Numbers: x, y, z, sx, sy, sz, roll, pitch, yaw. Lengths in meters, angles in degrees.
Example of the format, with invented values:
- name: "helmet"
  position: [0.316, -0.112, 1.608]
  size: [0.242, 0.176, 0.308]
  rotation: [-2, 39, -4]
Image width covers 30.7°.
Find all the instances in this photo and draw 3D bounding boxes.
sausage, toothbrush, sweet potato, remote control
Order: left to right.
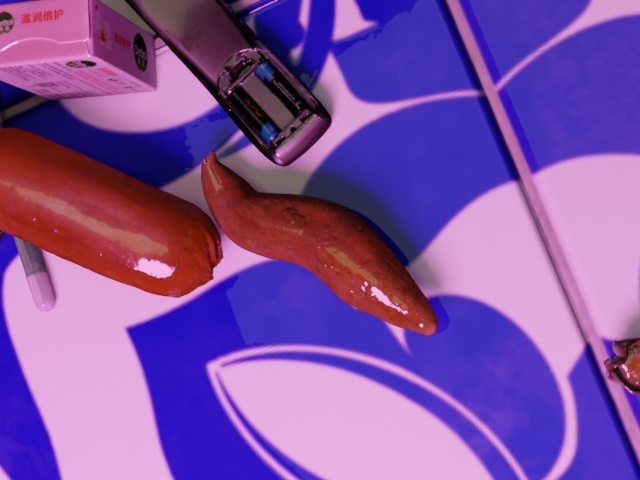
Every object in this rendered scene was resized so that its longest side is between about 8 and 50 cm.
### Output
- name: "toothbrush"
  position: [-0.242, -0.069, 0.882]
  size: [0.024, 0.018, 0.257]
  rotation: [-19, 83, 14]
- name: "sausage"
  position: [-0.163, -0.018, 0.828]
  size: [0.198, 0.076, 0.076]
  rotation: [24, 93, 4]
- name: "remote control"
  position: [-0.077, -0.144, 0.845]
  size: [0.059, 0.028, 0.212]
  rotation: [-44, 80, 8]
- name: "sweet potato"
  position: [0.000, 0.002, 0.811]
  size: [0.202, 0.058, 0.055]
  rotation: [30, 136, 16]

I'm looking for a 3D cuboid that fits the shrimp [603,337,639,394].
- name: "shrimp"
  position: [0.241, 0.018, 0.758]
  size: [0.166, 0.049, 0.161]
  rotation: [-31, 90, 8]

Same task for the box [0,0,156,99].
- name: "box"
  position: [-0.177, -0.132, 0.817]
  size: [0.089, 0.125, 0.043]
  rotation: [-4, 86, 11]

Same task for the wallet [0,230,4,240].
- name: "wallet"
  position: [-0.354, 0.012, 0.891]
  size: [0.196, 0.042, 0.161]
  rotation: [28, 94, 12]
